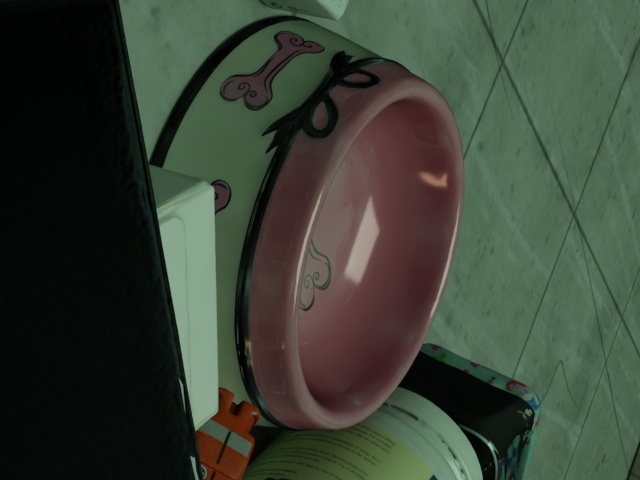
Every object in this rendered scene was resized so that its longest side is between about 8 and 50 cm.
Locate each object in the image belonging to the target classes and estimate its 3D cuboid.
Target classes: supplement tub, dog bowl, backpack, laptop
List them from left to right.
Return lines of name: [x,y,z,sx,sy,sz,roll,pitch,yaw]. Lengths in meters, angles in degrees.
laptop: [-0.261,0.123,0.676,0.408,0.382,0.236,95,-19,-52]
dog bowl: [0.000,0.000,1.273,0.408,0.150,0.408,-38,135,-50]
supplement tub: [0.007,0.312,1.351,0.325,0.235,0.235,-40,137,-47]
backpack: [0.139,0.262,1.589,0.191,0.225,0.253,-29,132,-48]

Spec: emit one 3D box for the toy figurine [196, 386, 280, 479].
toy figurine: [-0.135,0.220,1.066,0.213,0.210,0.148,72,31,-48]

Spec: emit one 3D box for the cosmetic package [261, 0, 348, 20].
cosmetic package: [-0.044,-0.282,1.116,0.231,0.085,0.117,26,80,-63]

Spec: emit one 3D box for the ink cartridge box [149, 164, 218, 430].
ink cartridge box: [-0.202,0.042,0.825,0.168,0.233,0.171,-37,135,-50]
